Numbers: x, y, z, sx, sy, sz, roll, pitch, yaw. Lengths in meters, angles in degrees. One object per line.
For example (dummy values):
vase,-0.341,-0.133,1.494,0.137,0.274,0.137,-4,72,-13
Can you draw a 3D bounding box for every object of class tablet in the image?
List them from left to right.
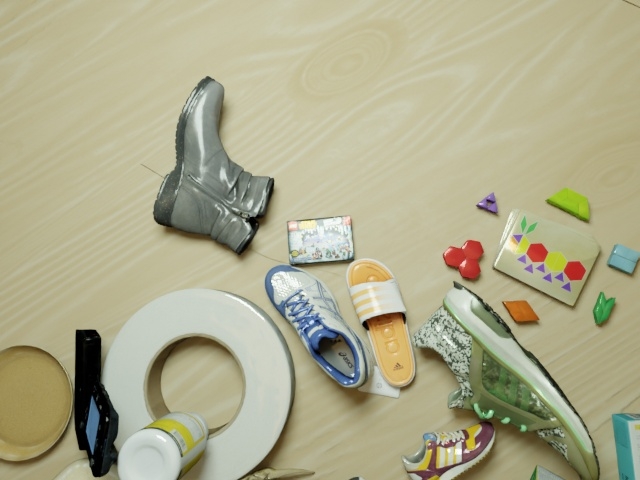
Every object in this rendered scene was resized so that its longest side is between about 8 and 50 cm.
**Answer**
tablet,0.120,0.283,0.937,0.083,0.006,0.054,9,83,7

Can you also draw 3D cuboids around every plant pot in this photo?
plant pot,-0.631,0.340,0.987,0.236,0.032,0.236,-1,82,4

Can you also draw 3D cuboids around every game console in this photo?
game console,-0.411,0.290,0.838,0.044,0.361,0.213,0,90,-32

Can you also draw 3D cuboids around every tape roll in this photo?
tape roll,-0.244,0.292,0.937,0.392,0.072,0.392,-1,83,5

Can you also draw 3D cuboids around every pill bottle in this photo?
pill bottle,-0.259,0.356,0.800,0.103,0.184,0.103,-1,82,5

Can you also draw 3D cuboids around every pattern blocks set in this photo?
pattern blocks set,0.445,0.028,0.930,0.325,0.026,0.285,35,87,9

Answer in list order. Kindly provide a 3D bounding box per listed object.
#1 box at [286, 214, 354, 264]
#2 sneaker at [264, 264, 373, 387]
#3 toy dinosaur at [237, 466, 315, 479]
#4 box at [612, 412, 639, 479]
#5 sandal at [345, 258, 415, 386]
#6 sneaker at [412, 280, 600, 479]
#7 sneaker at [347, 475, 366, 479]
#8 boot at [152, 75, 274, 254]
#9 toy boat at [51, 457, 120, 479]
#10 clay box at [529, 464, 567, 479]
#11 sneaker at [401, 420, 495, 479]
box,0.000,0.000,0.976,0.137,0.027,0.094,-6,81,5
sneaker,-0.004,0.157,0.902,0.112,0.131,0.296,-45,78,1
toy dinosaur,-0.105,0.456,0.891,0.183,0.092,0.053,-12,86,0
box,0.608,0.446,0.841,0.101,0.060,0.244,-3,82,6
sandal,0.129,0.156,0.915,0.102,0.076,0.265,-19,79,1
sneaker,0.331,0.279,0.868,0.182,0.158,0.410,-42,76,14
sneaker,-0.055,0.517,0.870,0.296,0.104,0.147,-43,86,3
boot,-0.196,-0.155,0.984,0.223,0.118,0.338,17,95,4
toy boat,-0.413,0.588,0.869,0.318,0.148,0.267,28,51,4
clay box,0.469,0.478,0.783,0.222,0.127,0.053,23,94,27
sneaker,0.242,0.391,0.879,0.185,0.069,0.084,-39,86,-2
